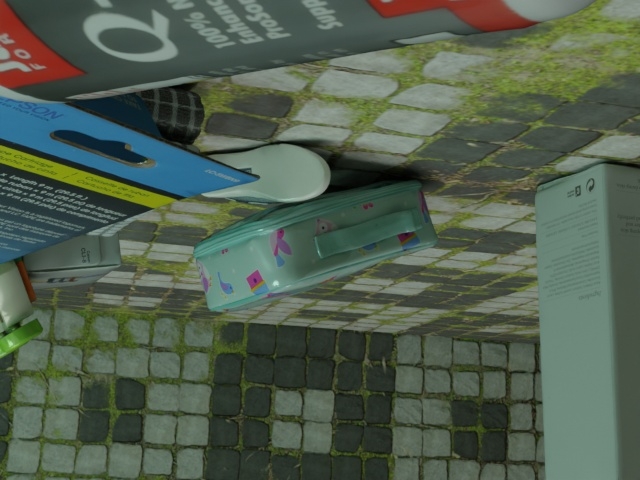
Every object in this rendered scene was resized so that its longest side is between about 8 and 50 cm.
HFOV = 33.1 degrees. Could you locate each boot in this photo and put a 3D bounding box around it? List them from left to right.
[{"bbox_3d":[-0.055,-0.076,1.281,0.190,0.069,0.086,5,178,32],"label":"boot"}]

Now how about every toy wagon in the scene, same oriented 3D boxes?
[{"bbox_3d":[-0.436,0.014,1.349,0.068,0.267,0.344,-32,-176,-26],"label":"toy wagon"}]

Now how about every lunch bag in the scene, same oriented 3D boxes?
[{"bbox_3d":[0.000,0.000,1.347,0.279,0.108,0.224,-17,176,-36],"label":"lunch bag"}]

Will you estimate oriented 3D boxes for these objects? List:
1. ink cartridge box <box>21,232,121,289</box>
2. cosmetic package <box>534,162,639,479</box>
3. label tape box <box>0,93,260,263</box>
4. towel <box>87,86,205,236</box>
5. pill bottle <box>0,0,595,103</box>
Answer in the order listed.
[{"bbox_3d":[-0.350,-0.010,1.435,0.127,0.128,0.176,-5,171,-25],"label":"ink cartridge box"},{"bbox_3d":[0.391,0.117,1.301,0.217,0.385,0.156,8,167,-21],"label":"cosmetic package"},{"bbox_3d":[-0.247,-0.075,0.775,0.333,0.106,0.240,-16,160,31],"label":"label tape box"},{"bbox_3d":[-0.270,-0.093,1.103,0.235,0.121,0.283,6,166,-26],"label":"towel"},{"bbox_3d":[-0.072,-0.169,0.448,0.362,0.210,0.210,-5,166,30],"label":"pill bottle"}]
